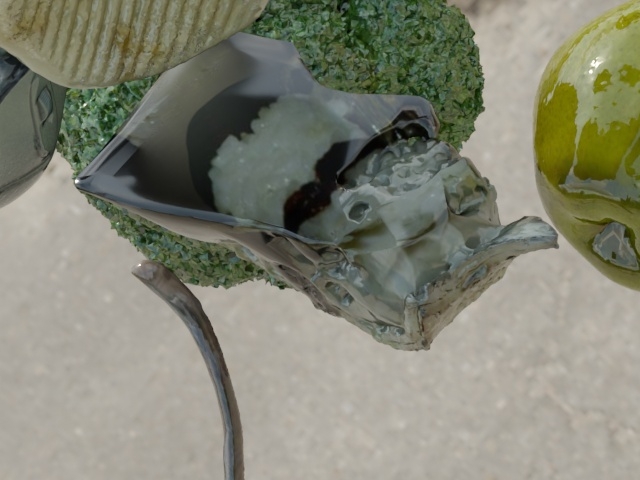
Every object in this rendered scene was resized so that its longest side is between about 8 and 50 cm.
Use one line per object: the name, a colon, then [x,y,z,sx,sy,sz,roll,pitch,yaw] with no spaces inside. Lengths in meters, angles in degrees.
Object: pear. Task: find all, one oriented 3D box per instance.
pear: [0.344,-0.101,1.710,0.294,0.294,0.294,-31,37,26]

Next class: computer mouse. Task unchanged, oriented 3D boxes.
computer mouse: [-0.203,-0.075,1.190,0.113,0.068,0.229,-64,10,-25]

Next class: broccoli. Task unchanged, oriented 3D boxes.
broccoli: [-0.069,-0.120,1.470,0.413,0.310,0.321,8,88,21]

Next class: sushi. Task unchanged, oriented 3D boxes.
sushi: [0.018,-0.010,0.949,0.273,0.109,0.134,19,57,32]

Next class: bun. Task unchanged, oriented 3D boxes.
bun: [-0.103,-0.164,0.900,0.183,0.183,0.102,-40,53,14]

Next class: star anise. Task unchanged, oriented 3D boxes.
star anise: [-0.075,0.162,0.899,0.148,0.218,0.227,-4,54,22]
